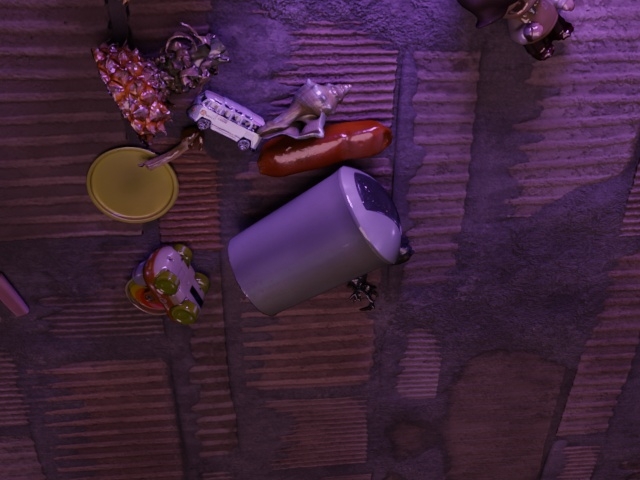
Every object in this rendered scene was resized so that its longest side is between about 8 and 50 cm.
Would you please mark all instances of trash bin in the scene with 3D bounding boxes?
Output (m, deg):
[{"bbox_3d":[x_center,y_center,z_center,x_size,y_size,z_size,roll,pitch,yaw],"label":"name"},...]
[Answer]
[{"bbox_3d":[0.000,0.000,2.005,0.431,0.280,0.280,-28,124,18],"label":"trash bin"}]

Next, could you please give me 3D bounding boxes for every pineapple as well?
[{"bbox_3d":[-0.338,-0.382,1.733,0.271,0.262,0.263,-28,125,-3],"label":"pineapple"}]

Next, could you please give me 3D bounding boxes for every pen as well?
[{"bbox_3d":[-0.887,0.137,2.142,0.053,0.032,0.197,-18,129,7],"label":"pen"}]

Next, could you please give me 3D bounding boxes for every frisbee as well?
[{"bbox_3d":[-0.487,-0.144,1.993,0.235,0.017,0.236,-3,126,-4],"label":"frisbee"}]

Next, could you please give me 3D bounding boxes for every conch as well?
[{"bbox_3d":[-0.021,-0.302,1.861,0.234,0.137,0.114,-51,161,10],"label":"conch"}]

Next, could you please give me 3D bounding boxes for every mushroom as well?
[{"bbox_3d":[-0.370,-0.221,1.916,0.187,0.061,0.060,-32,135,9],"label":"mushroom"}]

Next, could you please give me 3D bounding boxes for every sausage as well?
[{"bbox_3d":[0.008,-0.238,1.939,0.348,0.094,0.097,-13,143,1],"label":"sausage"}]

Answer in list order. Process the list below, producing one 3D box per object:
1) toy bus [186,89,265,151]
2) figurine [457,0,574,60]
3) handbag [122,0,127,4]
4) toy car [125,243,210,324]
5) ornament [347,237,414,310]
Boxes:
[{"bbox_3d":[-0.227,-0.296,1.875,0.193,0.087,0.089,25,113,-22],"label":"toy bus"},{"bbox_3d":[0.442,-0.537,1.701,0.218,0.206,0.365,-40,121,19],"label":"figurine"},{"bbox_3d":[-0.405,-0.554,1.676,0.083,0.061,0.027,-34,125,16],"label":"handbag"},{"bbox_3d":[-0.446,0.131,2.140,0.235,0.145,0.235,7,131,8],"label":"toy car"},{"bbox_3d":[0.167,0.101,2.217,0.202,0.080,0.236,-2,124,-2],"label":"ornament"}]
